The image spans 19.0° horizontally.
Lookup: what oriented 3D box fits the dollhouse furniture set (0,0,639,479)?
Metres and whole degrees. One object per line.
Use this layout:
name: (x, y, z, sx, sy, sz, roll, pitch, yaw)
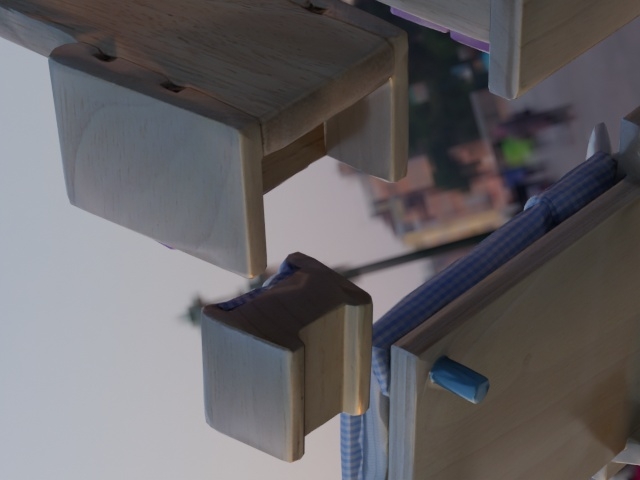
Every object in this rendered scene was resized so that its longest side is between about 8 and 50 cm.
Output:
dollhouse furniture set: (0.000, 0.000, 0.697, 0.286, 0.198, 0.303, -34, -44, -38)
